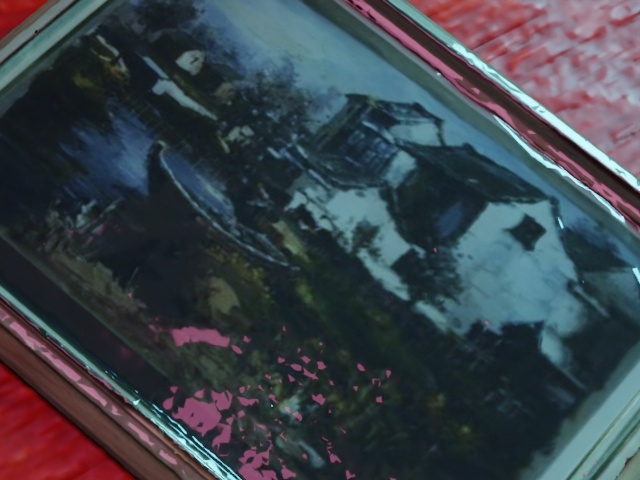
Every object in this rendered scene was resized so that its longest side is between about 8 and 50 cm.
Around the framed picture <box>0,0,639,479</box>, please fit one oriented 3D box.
[{"bbox_3d":[0.000,0.000,0.715,0.296,0.019,0.232,38,62,11],"label":"framed picture"}]
